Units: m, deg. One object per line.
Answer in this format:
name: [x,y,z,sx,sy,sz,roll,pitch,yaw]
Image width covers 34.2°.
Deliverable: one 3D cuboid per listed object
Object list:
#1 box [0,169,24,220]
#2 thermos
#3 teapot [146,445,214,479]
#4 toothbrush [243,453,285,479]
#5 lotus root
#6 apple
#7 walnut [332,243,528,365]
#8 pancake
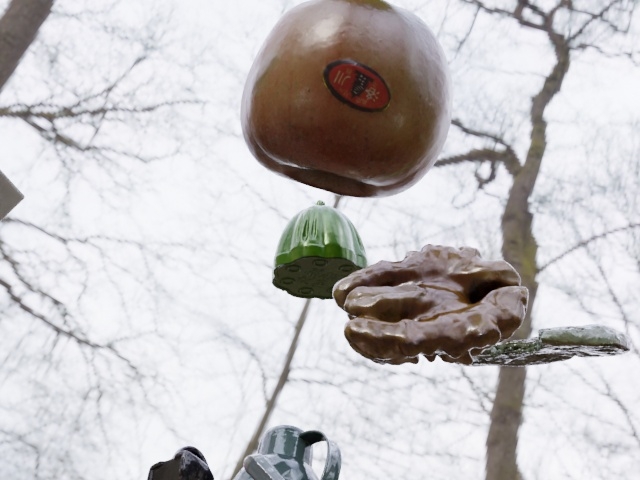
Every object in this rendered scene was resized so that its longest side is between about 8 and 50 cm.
box: [-0.556,-0.103,1.223,0.143,0.225,0.341,11,-36,50]
thermos: [-0.053,0.368,1.408,0.182,0.286,0.145,-35,-64,30]
teapot: [-0.179,0.362,1.397,0.096,0.177,0.087,32,-45,-30]
toothbrush: [0.023,0.340,1.115,0.342,0.025,0.030,40,-62,37]
lotus root: [0.000,0.000,1.902,0.186,0.186,0.186,16,-35,11]
apple: [0.048,-0.233,1.627,0.339,0.304,0.338,15,-7,2]
walnut: [0.099,0.063,0.935,0.170,0.143,0.069,-7,-58,-4]
pancake: [0.295,0.144,1.404,0.254,0.037,0.253,-4,-11,-1]
